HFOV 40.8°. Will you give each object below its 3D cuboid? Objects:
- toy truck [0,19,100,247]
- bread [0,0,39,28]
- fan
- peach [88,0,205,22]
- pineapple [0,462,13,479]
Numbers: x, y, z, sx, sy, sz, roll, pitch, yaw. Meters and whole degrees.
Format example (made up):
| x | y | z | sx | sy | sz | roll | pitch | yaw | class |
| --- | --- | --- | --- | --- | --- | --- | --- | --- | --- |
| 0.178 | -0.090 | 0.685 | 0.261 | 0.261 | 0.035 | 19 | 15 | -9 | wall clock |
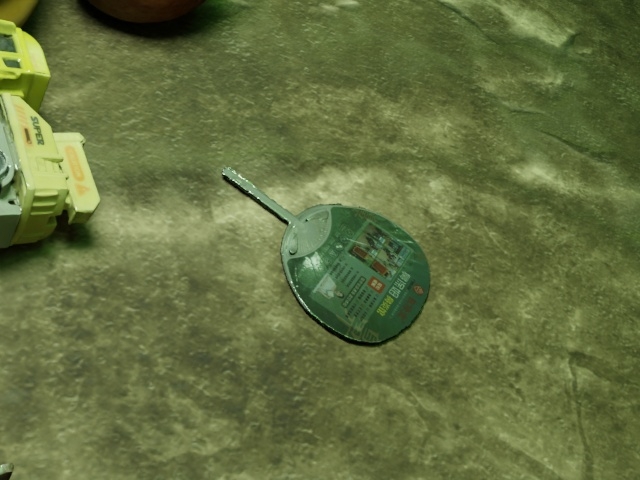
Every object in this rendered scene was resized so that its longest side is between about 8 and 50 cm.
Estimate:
| x | y | z | sx | sy | sz | roll | pitch | yaw | class |
| --- | --- | --- | --- | --- | --- | --- | --- | --- | --- |
| -0.344 | -0.118 | 0.944 | 0.157 | 0.124 | 0.272 | -2 | 55 | -37 | toy truck |
| -0.493 | -0.416 | 1.043 | 0.328 | 0.245 | 0.424 | -16 | 59 | -24 | bread |
| 0.030 | 0.001 | 1.115 | 0.223 | 0.012 | 0.294 | -15 | 61 | -36 | fan |
| -0.242 | -0.429 | 1.196 | 0.252 | 0.252 | 0.253 | 14 | 47 | -16 | peach |
| -0.313 | 0.262 | 0.491 | 0.300 | 0.352 | 0.352 | 32 | 44 | 12 | pineapple |
